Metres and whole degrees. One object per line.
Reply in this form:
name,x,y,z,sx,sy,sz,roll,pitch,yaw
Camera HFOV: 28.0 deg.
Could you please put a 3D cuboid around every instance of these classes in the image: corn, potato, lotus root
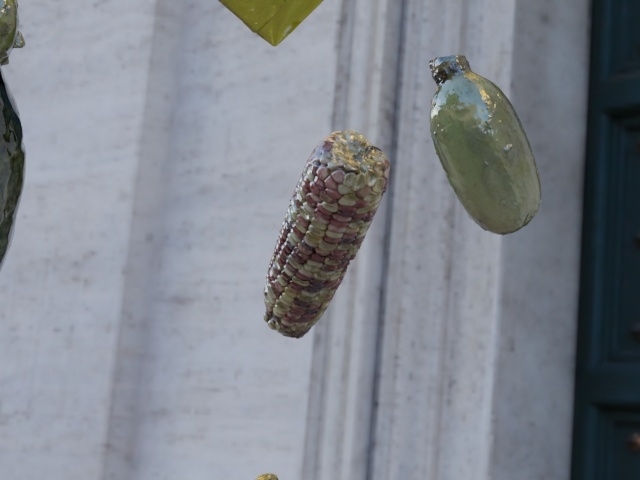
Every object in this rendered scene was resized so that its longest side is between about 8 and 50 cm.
corn,0.000,0.000,1.486,0.098,0.098,0.290,8,-48,-15
potato,-0.433,-0.277,1.663,0.090,0.117,0.225,-7,5,-21
lotus root,0.155,-0.094,1.223,0.077,0.183,0.090,-16,12,36

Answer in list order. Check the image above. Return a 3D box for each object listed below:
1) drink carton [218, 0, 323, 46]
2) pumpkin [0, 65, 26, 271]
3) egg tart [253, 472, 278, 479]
drink carton,0.025,-0.390,1.404,0.351,0.154,0.111,-43,-58,17
pumpkin,-0.352,-0.054,0.853,0.320,0.320,0.192,12,15,-31
egg tart,-0.082,0.339,1.530,0.052,0.130,0.130,34,-2,18
